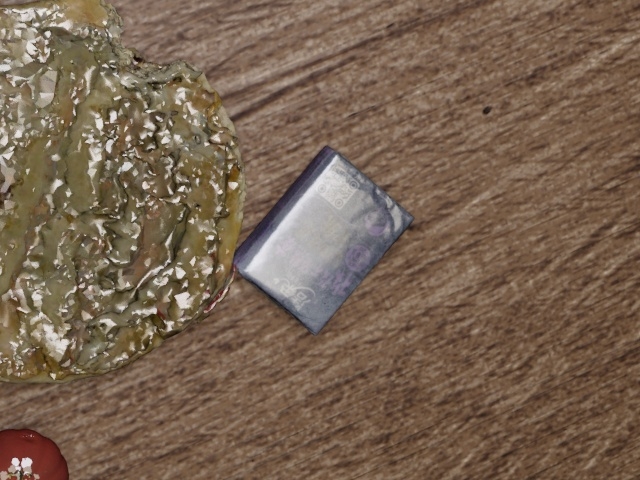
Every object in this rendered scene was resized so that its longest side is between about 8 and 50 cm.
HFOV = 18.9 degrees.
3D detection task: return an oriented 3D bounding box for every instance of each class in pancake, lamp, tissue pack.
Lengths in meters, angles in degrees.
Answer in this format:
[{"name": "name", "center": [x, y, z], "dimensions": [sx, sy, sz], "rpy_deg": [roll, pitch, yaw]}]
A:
[{"name": "pancake", "center": [-0.247, -0.044, 1.796], "dimensions": [0.382, 0.071, 0.382], "rpy_deg": [-3, 100, -15]}, {"name": "lamp", "center": [-0.291, 0.229, 1.834], "dimensions": [0.101, 0.090, 0.101], "rpy_deg": [-3, 106, -12]}, {"name": "tissue pack", "center": [0.000, 0.000, 1.887], "dimensions": [0.112, 0.051, 0.156], "rpy_deg": [40, 90, -17]}]
